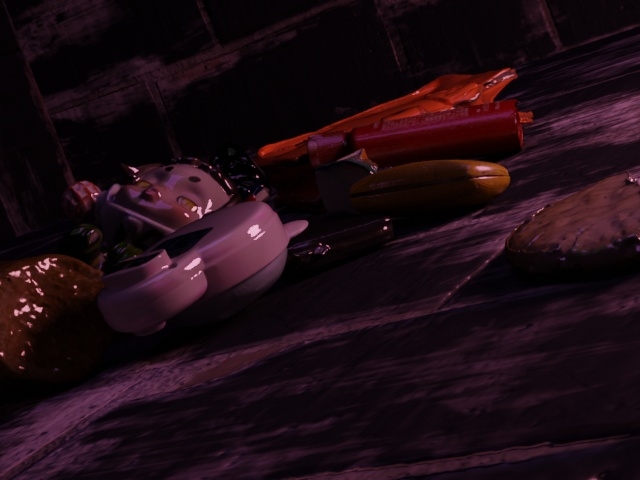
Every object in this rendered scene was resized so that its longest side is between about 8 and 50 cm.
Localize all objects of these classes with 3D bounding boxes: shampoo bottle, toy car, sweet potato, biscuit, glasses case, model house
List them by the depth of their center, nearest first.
[{"bbox_3d":[0.226,-0.013,1.087,0.141,0.038,0.290,-19,9,10],"label":"biscuit"},{"bbox_3d":[-0.408,0.094,1.364,0.369,0.158,0.158,-3,13,17],"label":"sweet potato"},{"bbox_3d":[0.127,-0.063,1.532,0.079,0.064,0.234,-4,-2,-38],"label":"glasses case"},{"bbox_3d":[0.065,-0.083,1.747,0.100,0.088,0.100,-9,15,41],"label":"model house"},{"bbox_3d":[0.139,-0.144,1.838,0.314,0.076,0.118,-9,13,12],"label":"shampoo bottle"},{"bbox_3d":[-0.166,-0.049,1.982,0.193,0.118,0.301,-40,14,-2],"label":"toy car"}]

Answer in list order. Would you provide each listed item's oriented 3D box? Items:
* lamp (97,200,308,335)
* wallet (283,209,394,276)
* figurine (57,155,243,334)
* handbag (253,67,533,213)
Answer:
[{"bbox_3d":[-0.129,0.040,1.351,0.179,0.108,0.246,-18,9,43],"label":"lamp"},{"bbox_3d":[0.000,0.000,1.534,0.149,0.044,0.250,-18,7,-12],"label":"wallet"},{"bbox_3d":[-0.222,0.020,1.561,0.281,0.167,0.370,23,41,25],"label":"figurine"},{"bbox_3d":[0.109,-0.168,2.090,0.410,0.116,0.303,-24,9,-17],"label":"handbag"}]
